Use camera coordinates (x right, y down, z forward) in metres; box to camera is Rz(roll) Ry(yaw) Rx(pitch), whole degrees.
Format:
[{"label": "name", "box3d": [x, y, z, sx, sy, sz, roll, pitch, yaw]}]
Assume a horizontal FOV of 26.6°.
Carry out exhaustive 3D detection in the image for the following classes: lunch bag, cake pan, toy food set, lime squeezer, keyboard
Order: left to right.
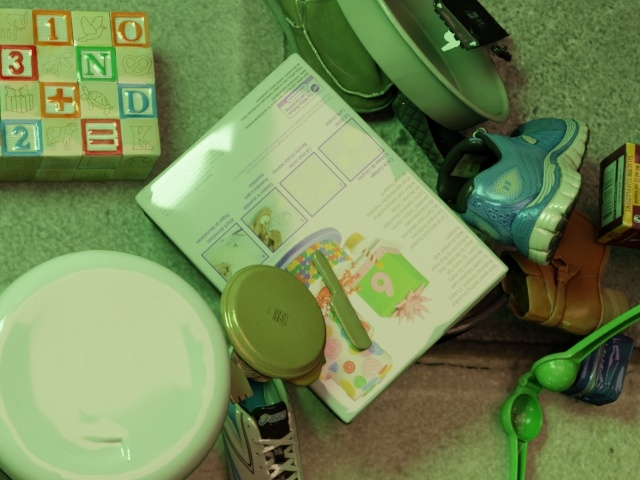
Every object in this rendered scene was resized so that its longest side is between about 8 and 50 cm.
[{"label": "toy food set", "box3d": [-0.048, 0.087, 1.344, 0.192, 0.038, 0.132, -17, 76, -43]}, {"label": "cake pan", "box3d": [0.112, -0.243, 1.579, 0.293, 0.054, 0.293, 42, 25, -25]}, {"label": "keyboard", "box3d": [0.191, -0.256, 1.653, 0.108, 0.023, 0.180, 48, 23, 4]}, {"label": "lime squeezer", "box3d": [0.261, 0.179, 1.533, 0.059, 0.110, 0.310, 30, 95, -18]}, {"label": "lunch bag", "box3d": [0.319, 0.148, 1.602, 0.065, 0.067, 0.098, 23, 68, -10]}]

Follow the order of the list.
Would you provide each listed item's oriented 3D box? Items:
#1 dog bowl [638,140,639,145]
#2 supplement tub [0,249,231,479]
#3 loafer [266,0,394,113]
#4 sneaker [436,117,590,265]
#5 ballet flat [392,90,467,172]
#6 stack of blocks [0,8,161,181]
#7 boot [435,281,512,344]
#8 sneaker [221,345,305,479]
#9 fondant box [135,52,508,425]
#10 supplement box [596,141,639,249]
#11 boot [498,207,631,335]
[{"label": "dog bowl", "box3d": [0.539, -0.075, 1.726, 0.265, 0.104, 0.264, 6, 71, -17]}, {"label": "supplement tub", "box3d": [-0.224, 0.153, 1.279, 0.228, 0.316, 0.228, 5, 73, -16]}, {"label": "loafer", "box3d": [0.006, -0.263, 1.615, 0.094, 0.087, 0.251, -35, 86, -25]}, {"label": "sneaker", "box3d": [0.216, -0.084, 1.537, 0.147, 0.330, 0.129, 23, 109, 4]}, {"label": "ballet flat", "box3d": [0.153, -0.119, 1.630, 0.173, 0.049, 0.057, 44, 60, -19]}, {"label": "stack of blocks", "box3d": [-0.333, -0.156, 1.468, 0.297, 0.087, 0.171, -2, 74, -19]}, {"label": "boot", "box3d": [0.075, 0.018, 1.549, 0.263, 0.091, 0.229, -18, 80, -21]}, {"label": "sneaker", "box3d": [-0.057, 0.222, 1.443, 0.085, 0.086, 0.237, -14, 79, -24]}, {"label": "fondant box", "box3d": [0.000, 0.000, 1.457, 0.238, 0.096, 0.330, -43, 82, -9]}, {"label": "supplement box", "box3d": [0.426, -0.041, 1.580, 0.188, 0.081, 0.104, 9, 74, -10]}, {"label": "boot", "box3d": [0.268, 0.025, 1.578, 0.152, 0.073, 0.197, 8, 40, -28]}]
